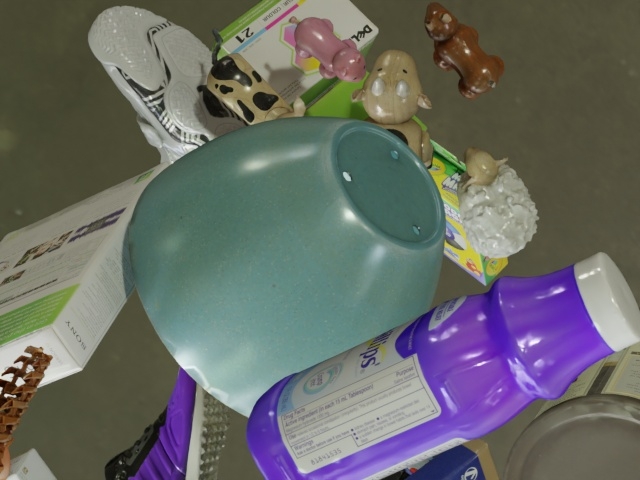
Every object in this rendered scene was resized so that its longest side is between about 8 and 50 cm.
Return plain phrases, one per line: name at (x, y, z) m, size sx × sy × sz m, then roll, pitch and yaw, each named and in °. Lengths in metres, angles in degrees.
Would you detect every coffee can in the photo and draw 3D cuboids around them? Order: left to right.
coffee can at (0.313, 0.212, 1.442) m, size 0.201 × 0.275 × 0.202 m, roll 5°, pitch 104°, yaw 20°

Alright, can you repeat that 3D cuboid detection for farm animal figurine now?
farm animal figurine at (0.050, -0.118, 1.578) m, size 0.330 × 0.172 × 0.327 m, roll -12°, pitch 83°, yaw 7°

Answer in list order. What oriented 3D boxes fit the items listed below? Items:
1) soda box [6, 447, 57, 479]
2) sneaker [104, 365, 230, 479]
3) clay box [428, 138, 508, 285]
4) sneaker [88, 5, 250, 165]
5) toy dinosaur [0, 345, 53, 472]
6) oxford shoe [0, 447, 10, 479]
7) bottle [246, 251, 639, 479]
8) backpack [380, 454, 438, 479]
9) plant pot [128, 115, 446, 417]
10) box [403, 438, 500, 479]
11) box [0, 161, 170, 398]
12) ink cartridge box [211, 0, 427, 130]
soda box at (-0.360, 0.387, 1.909) m, size 0.074 × 0.069 × 0.216 m, roll -27°, pitch 106°, yaw 20°
sneaker at (-0.203, 0.275, 1.822) m, size 0.146 × 0.102 × 0.293 m, roll 5°, pitch 86°, yaw 14°
clay box at (0.172, -0.040, 1.852) m, size 0.127 × 0.222 × 0.053 m, roll 38°, pitch 77°, yaw 27°
sneaker at (-0.179, -0.115, 1.804) m, size 0.210 × 0.366 × 0.137 m, roll -38°, pitch 17°, yaw 39°
toy dinosaur at (-0.359, 0.198, 1.159) m, size 0.164 × 0.218 × 0.322 m, roll 21°, pitch 72°, yaw 35°
oxford shoe at (-0.562, 0.267, 1.843) m, size 0.363 × 0.132 × 0.130 m, roll -2°, pitch 103°, yaw 41°
bottle at (0.086, 0.096, 1.010) m, size 0.283 × 0.118 × 0.092 m, roll -27°, pitch 96°, yaw 22°
backpack at (0.072, 0.361, 1.627) m, size 0.276 × 0.213 × 0.263 m, roll 36°, pitch 113°, yaw 20°
plant pot at (0.000, 0.000, 1.305) m, size 0.195 × 0.290 × 0.290 m, roll -39°, pitch 58°, yaw 38°
box at (0.060, 0.271, 1.149) m, size 0.225 × 0.136 × 0.036 m, roll -32°, pitch 29°, yaw -20°
box at (-0.278, 0.054, 1.418) m, size 0.232 × 0.058 × 0.322 m, roll -22°, pitch 21°, yaw 26°
ink cartridge box at (0.006, -0.205, 1.877) m, size 0.255 × 0.097 × 0.189 m, roll 45°, pitch 64°, yaw 8°
